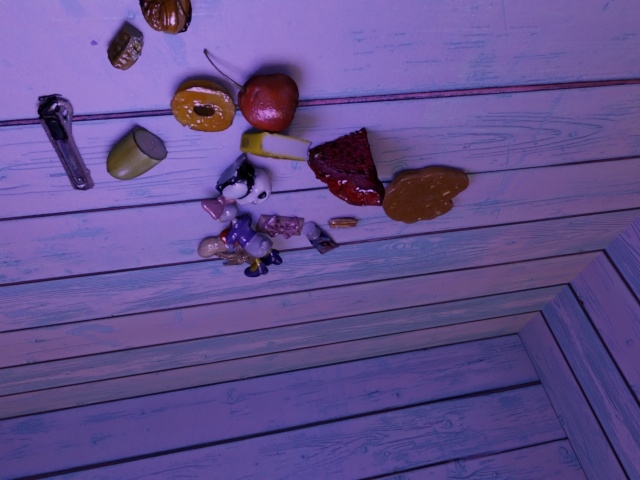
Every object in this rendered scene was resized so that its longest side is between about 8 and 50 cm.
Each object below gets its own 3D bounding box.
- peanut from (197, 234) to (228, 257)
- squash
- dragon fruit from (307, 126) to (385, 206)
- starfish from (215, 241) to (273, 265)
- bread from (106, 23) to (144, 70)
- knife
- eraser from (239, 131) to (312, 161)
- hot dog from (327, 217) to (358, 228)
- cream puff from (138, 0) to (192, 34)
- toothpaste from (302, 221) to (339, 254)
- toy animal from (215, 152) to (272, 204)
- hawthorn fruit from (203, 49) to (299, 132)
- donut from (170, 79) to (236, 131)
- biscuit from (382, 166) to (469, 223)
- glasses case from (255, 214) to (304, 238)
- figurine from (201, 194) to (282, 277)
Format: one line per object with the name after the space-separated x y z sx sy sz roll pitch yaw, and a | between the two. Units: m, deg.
-0.415 0.014 1.792 0.187 0.082 0.082 -18 146 6 | peanut
-0.569 -0.245 1.330 0.187 0.123 0.123 -28 143 20 | squash
0.115 -0.232 1.460 0.302 0.330 0.240 1 122 -17 | dragon fruit
-0.338 0.060 1.916 0.277 0.062 0.235 -11 151 -10 | starfish
-0.480 -0.468 1.090 0.110 0.060 0.066 -36 125 28 | bread
-0.742 -0.266 1.307 0.089 0.043 0.365 -3 145 -14 | knife
-0.143 -0.284 1.347 0.158 0.226 0.069 3 99 -25 | eraser
0.095 -0.078 1.870 0.133 0.041 0.056 -2 145 -3 | hot dog
-0.352 -0.526 0.998 0.133 0.119 0.104 -6 -161 46 | cream puff
0.000 0.000 1.940 0.096 0.061 0.266 -23 151 13 | toothpaste
-0.243 -0.193 1.497 0.166 0.138 0.179 -19 144 38 | toy animal
-0.195 -0.408 1.206 0.285 0.165 0.165 20 135 -24 | hawthorn fruit
-0.329 -0.384 1.248 0.178 0.065 0.162 11 144 -27 | donut
0.418 -0.183 1.805 0.351 0.057 0.312 -11 146 -1 | biscuit
-0.154 -0.057 1.782 0.193 0.070 0.102 4 142 -24 | glasses case
-0.291 -0.026 1.659 0.193 0.154 0.421 5 139 51 | figurine
